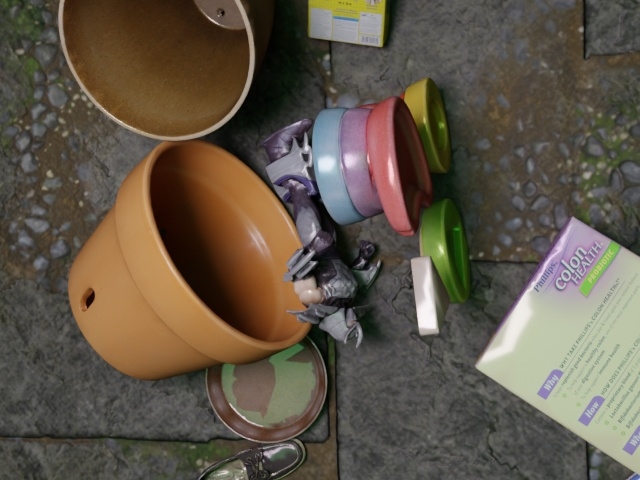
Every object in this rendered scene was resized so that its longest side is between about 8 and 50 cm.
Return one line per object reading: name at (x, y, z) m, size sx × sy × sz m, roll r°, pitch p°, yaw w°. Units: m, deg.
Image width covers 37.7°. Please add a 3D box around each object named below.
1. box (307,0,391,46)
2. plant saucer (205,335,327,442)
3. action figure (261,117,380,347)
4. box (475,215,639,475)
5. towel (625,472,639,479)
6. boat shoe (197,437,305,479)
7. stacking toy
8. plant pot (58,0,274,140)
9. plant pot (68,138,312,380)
box at (0.038, -0.341, 1.185) m, size 0.105 × 0.043 × 0.179 m, roll 11°, pitch 128°, yaw 12°
plant saucer at (-0.071, 0.187, 1.261) m, size 0.169 × 0.029 × 0.168 m, roll 0°, pitch 89°, yaw 12°
action figure at (0.000, 0.000, 1.176) m, size 0.099 × 0.185 × 0.285 m, roll -22°, pitch 75°, yaw 15°
box at (0.346, 0.124, 1.123) m, size 0.243 × 0.117 × 0.213 m, roll 32°, pitch 97°, yaw 10°
towel at (0.426, 0.476, 1.146) m, size 0.243 × 0.040 × 0.336 m, roll -42°, pitch 82°, yaw 9°
boat shoe at (-0.093, 0.307, 1.255) m, size 0.152 × 0.049 × 0.056 m, roll -24°, pitch 85°, yaw 11°
stacking toy at (0.076, -0.039, 1.110) m, size 0.130 × 0.309 × 0.279 m, roll -9°, pitch 98°, yaw 20°
plant pot at (-0.154, -0.281, 1.152) m, size 0.237 × 0.254 × 0.237 m, roll 7°, pitch 121°, yaw 13°
plant pot at (-0.173, 0.046, 1.172) m, size 0.203 × 0.291 × 0.290 m, roll -33°, pitch 83°, yaw 27°
